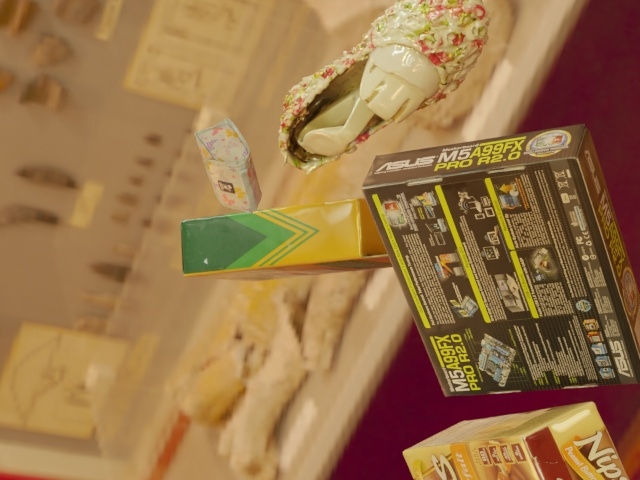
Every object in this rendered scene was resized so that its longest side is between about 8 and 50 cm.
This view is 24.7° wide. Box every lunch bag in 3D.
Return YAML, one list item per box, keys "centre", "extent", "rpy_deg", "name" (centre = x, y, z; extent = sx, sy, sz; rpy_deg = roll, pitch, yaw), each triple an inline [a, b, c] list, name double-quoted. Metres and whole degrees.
- centre: [-0.095, -0.076, 1.548]
  extent: [0.083, 0.053, 0.071]
  rpy_deg: [53, 164, 43]
  name: "lunch bag"

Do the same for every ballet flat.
- centre: [0.044, -0.113, 1.135]
  extent: [0.241, 0.091, 0.077]
  rpy_deg: [-35, 25, 53]
  name: "ballet flat"

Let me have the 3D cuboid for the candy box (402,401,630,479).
- centre: [0.201, 0.265, 1.424]
  extent: [0.183, 0.087, 0.316]
  rpy_deg: [67, 160, 3]
  name: "candy box"

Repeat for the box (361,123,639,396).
- centre: [0.185, 0.027, 1.418]
  extent: [0.216, 0.270, 0.060]
  rpy_deg: [-7, 33, 27]
  name: "box"

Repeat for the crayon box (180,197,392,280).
- centre: [0.000, 0.000, 1.980]
  extent: [0.323, 0.203, 0.083]
  rpy_deg: [-6, 84, 27]
  name: "crayon box"
